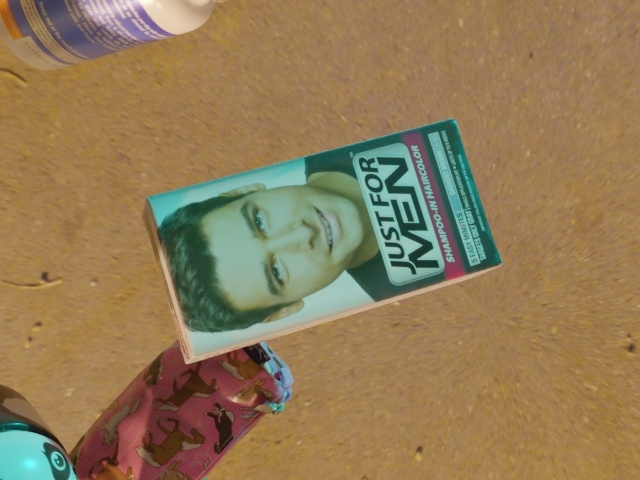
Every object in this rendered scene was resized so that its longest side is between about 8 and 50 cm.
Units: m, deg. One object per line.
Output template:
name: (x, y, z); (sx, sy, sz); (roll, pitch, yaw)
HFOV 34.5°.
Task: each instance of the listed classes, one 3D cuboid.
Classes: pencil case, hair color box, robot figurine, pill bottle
pencil case: (-0.214, 0.275, 1.412); (0.386, 0.167, 0.160); (-46, 120, -3)
hair color box: (0.000, 0.000, 1.198); (0.375, 0.113, 0.185); (-16, 84, -14)
robot figurine: (-0.389, 0.270, 1.213); (0.278, 0.209, 0.173); (25, 89, 55)
pill bottle: (-0.206, -0.283, 1.098); (0.272, 0.152, 0.152); (-10, 84, 23)

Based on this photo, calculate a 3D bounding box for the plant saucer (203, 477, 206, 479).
plant saucer: (-0.235, 0.414, 1.733); (0.119, 0.021, 0.119); (-1, 89, 46)
